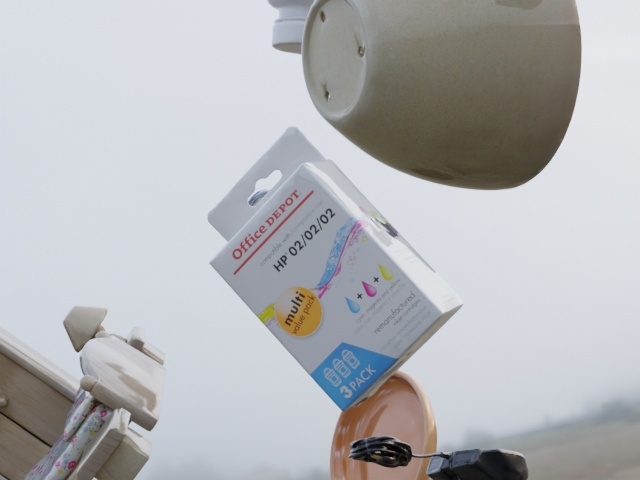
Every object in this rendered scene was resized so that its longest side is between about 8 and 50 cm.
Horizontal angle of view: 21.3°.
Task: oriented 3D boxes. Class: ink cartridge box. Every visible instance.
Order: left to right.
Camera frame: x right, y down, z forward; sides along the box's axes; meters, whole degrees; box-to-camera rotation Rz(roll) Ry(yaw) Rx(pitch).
[{"bbox_3d":[-0.002,0.017,1.198,0.104,0.181,0.061,-46,-11,18],"label":"ink cartridge box"}]

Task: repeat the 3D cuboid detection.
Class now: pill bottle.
[{"bbox_3d":[-0.006,-0.307,1.923,0.112,0.186,0.112,4,-3,0],"label":"pill bottle"}]

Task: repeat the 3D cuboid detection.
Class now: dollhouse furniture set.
[{"bbox_3d":[-0.276,0.177,1.298,0.303,0.174,0.355,-53,9,6],"label":"dollhouse furniture set"}]

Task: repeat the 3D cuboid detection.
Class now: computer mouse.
[{"bbox_3d":[0.107,0.205,1.520,0.071,0.041,0.242,-15,-20,39],"label":"computer mouse"}]

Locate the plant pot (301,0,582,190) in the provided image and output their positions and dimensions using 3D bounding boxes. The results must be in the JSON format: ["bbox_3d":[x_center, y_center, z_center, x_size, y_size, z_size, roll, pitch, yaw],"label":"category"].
[{"bbox_3d":[0.095,-0.183,1.679,0.191,0.284,0.284,-6,-10,-30],"label":"plant pot"}]

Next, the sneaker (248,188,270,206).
[{"bbox_3d":[0.000,0.000,1.415,0.135,0.052,0.058,32,-3,-8],"label":"sneaker"}]

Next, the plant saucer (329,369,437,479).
[{"bbox_3d":[0.083,0.261,2.131,0.037,0.200,0.200,18,-24,-32],"label":"plant saucer"}]
